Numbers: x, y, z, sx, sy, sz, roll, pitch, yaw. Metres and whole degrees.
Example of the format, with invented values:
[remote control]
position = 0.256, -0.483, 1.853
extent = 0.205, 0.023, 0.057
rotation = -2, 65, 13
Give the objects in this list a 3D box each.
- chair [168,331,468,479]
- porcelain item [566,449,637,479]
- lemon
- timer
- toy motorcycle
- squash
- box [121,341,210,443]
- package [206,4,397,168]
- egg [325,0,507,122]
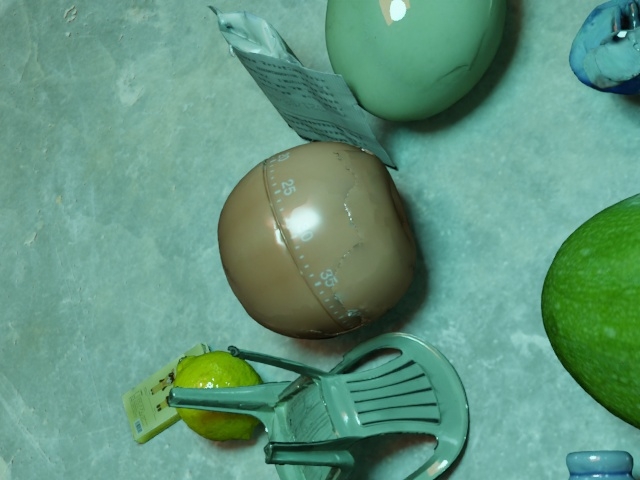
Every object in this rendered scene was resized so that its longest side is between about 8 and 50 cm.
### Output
[chair]
position = 0.005, 0.210, 1.453
extent = 0.190, 0.274, 0.203
rotation = -49, 51, 37
[porcelain item]
position = 0.282, 0.338, 1.262
extent = 0.141, 0.141, 0.259
rotation = -7, 77, 30
[lemon]
position = -0.126, 0.191, 1.586
extent = 0.133, 0.109, 0.109
rotation = 45, 99, 8
[timer]
position = 0.000, 0.000, 1.510
extent = 0.214, 0.229, 0.230
rotation = -21, 61, 17
[toy motorcycle]
position = 0.387, -0.258, 1.357
extent = 0.319, 0.241, 0.182
rotation = -28, 68, 26
[squash]
position = 0.342, 0.067, 1.225
extent = 0.308, 0.310, 0.310
rotation = 3, 73, 35
[box]
position = -0.194, 0.200, 1.686
extent = 0.149, 0.020, 0.073
rotation = -34, 56, 18
[package]
position = -0.027, -0.188, 1.617
extent = 0.062, 0.204, 0.251
rotation = -49, 51, -5
[egg]
position = 0.115, -0.274, 1.551
extent = 0.219, 0.219, 0.269
rotation = 11, 89, 35
